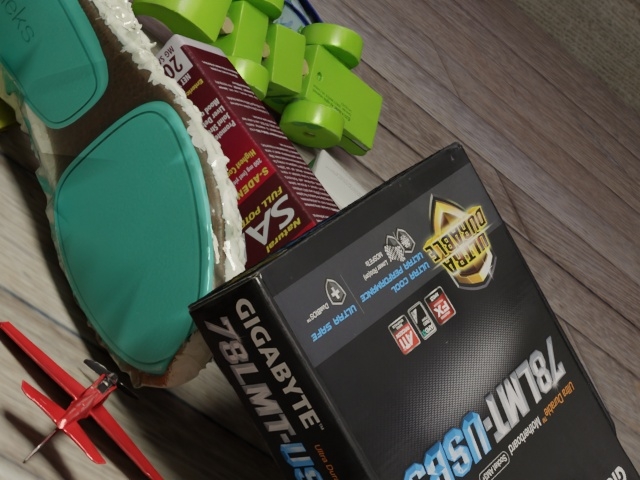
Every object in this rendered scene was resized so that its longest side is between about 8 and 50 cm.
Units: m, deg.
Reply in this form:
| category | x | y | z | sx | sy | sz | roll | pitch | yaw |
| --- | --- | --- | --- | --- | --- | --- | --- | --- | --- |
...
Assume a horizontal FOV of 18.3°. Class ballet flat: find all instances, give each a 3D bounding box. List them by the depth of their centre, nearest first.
| category | x | y | z | sx | sy | sz | roll | pitch | yaw |
| --- | --- | --- | --- | --- | --- | --- | --- | --- | --- |
| ballet flat | -0.131 | -0.069 | 1.419 | 0.147 | 0.147 | 0.409 | 23 | 35 | -53 |

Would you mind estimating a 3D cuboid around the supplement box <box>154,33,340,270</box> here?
| category | x | y | z | sx | sy | sz | roll | pitch | yaw |
| --- | --- | --- | --- | --- | --- | --- | --- | --- | --- |
| supplement box | -0.073 | -0.024 | 1.512 | 0.239 | 0.130 | 0.073 | 53 | 18 | 21 |

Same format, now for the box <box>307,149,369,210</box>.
| category | x | y | z | sx | sy | sz | roll | pitch | yaw |
| --- | --- | --- | --- | --- | --- | --- | --- | --- | --- |
| box | 0.000 | 0.000 | 1.680 | 0.102 | 0.101 | 0.087 | 43 | 18 | -10 |

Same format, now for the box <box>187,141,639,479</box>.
| category | x | y | z | sx | sy | sz | roll | pitch | yaw |
| --- | --- | --- | --- | --- | --- | --- | --- | --- | --- |
| box | 0.079 | 0.111 | 1.338 | 0.293 | 0.073 | 0.295 | 60 | 35 | -2 |

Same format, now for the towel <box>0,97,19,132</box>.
| category | x | y | z | sx | sy | sz | roll | pitch | yaw |
| --- | --- | --- | --- | --- | --- | --- | --- | --- | --- |
| towel | -0.304 | -0.174 | 1.483 | 0.237 | 0.021 | 0.102 | 49 | 23 | 1 |

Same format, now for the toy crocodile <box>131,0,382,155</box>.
| category | x | y | z | sx | sy | sz | roll | pitch | yaw |
| --- | --- | --- | --- | --- | --- | --- | --- | --- | --- |
| toy crocodile | -0.050 | -0.173 | 1.959 | 0.340 | 0.105 | 0.115 | 28 | 67 | -50 |

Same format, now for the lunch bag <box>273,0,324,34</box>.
| category | x | y | z | sx | sy | sz | roll | pitch | yaw |
| --- | --- | --- | --- | --- | --- | --- | --- | --- | --- |
| lunch bag | -0.055 | -0.228 | 2.083 | 0.151 | 0.096 | 0.129 | 49 | 7 | -50 |

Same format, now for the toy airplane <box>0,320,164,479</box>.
| category | x | y | z | sx | sy | sz | roll | pitch | yaw |
| --- | --- | --- | --- | --- | --- | --- | --- | --- | --- |
| toy airplane | -0.149 | 0.102 | 1.223 | 0.151 | 0.028 | 0.151 | 41 | 18 | -16 |
